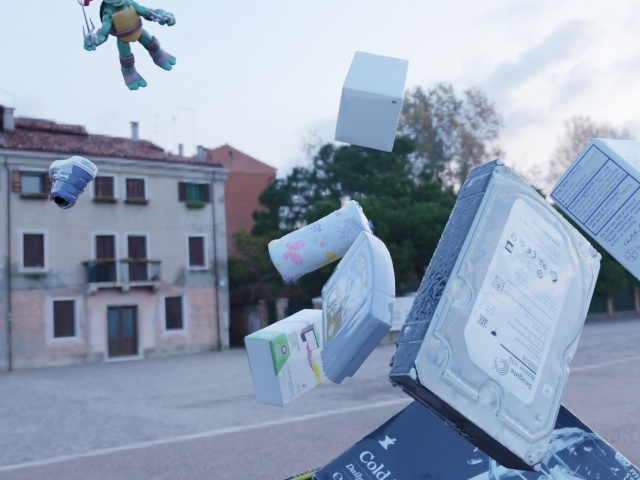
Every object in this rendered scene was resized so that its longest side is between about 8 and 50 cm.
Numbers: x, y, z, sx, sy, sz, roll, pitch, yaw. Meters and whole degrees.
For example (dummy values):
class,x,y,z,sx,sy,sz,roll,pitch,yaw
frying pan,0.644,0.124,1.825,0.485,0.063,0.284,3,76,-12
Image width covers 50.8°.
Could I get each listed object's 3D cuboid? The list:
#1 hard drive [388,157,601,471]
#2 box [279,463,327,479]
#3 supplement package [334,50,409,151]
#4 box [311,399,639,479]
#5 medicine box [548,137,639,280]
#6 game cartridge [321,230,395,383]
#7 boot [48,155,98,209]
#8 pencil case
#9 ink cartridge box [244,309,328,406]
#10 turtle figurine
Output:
class,x,y,z,sx,sy,sz,roll,pitch,yaw
hard drive,0.240,0.090,0.879,0.237,0.339,0.064,39,-28,-19
box,-0.041,0.674,1.439,0.257,0.322,0.079,-13,-10,-15
supplement package,0.155,-0.419,1.999,0.175,0.178,0.293,12,36,3
box,0.299,0.528,1.207,0.471,0.480,0.297,-27,-38,-31
medicine box,0.643,-0.054,1.307,0.263,0.289,0.149,-6,-41,-45
game cartridge,0.071,0.114,1.328,0.062,0.198,0.297,22,29,-14
boot,-0.487,-0.102,1.270,0.069,0.086,0.190,36,-23,-25
pencil case,0.000,0.000,1.749,0.273,0.124,0.113,-28,-21,9
ink cartridge box,-0.075,0.340,1.992,0.117,0.201,0.278,-3,11,40
turtle figurine,-0.361,-0.401,1.274,0.175,0.118,0.234,-23,-28,-5
